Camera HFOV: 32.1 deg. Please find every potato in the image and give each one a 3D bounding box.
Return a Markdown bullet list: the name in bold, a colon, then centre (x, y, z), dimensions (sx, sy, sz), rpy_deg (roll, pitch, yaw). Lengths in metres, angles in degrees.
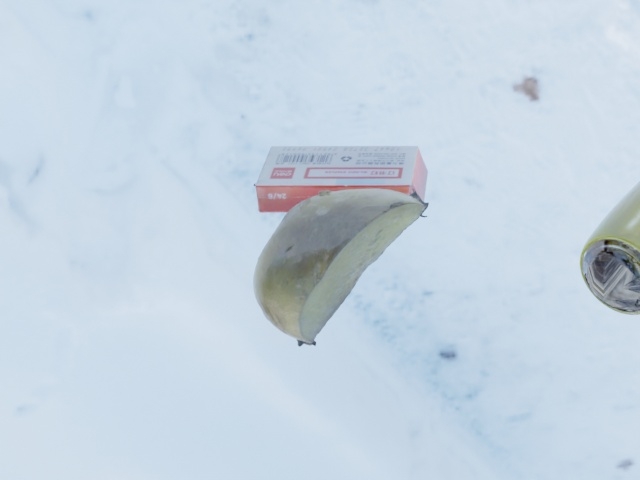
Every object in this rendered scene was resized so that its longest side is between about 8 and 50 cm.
- **potato**: centre (0.000, 0.000, 1.367), dimensions (0.243, 0.138, 0.098), rpy_deg (-50, 146, 7)

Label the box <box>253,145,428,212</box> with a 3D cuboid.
- **box**: centre (0.032, -0.086, 1.552), dimensions (0.229, 0.123, 0.050), rpy_deg (0, 123, 9)

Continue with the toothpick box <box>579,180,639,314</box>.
- **toothpick box**: centre (0.523, -0.001, 1.726), dimensions (0.271, 0.175, 0.175), rpy_deg (-35, 159, -37)
